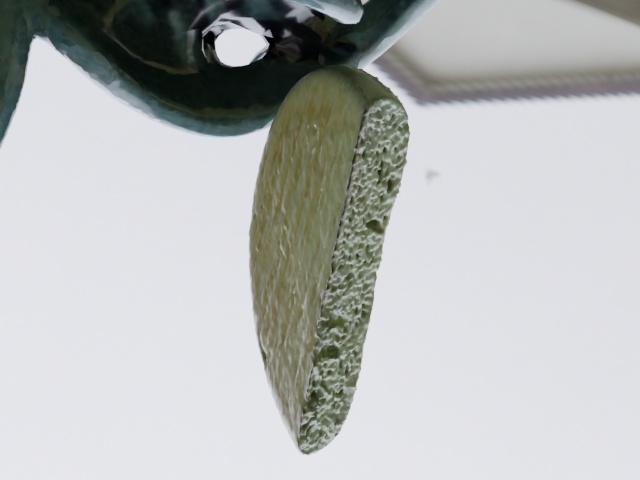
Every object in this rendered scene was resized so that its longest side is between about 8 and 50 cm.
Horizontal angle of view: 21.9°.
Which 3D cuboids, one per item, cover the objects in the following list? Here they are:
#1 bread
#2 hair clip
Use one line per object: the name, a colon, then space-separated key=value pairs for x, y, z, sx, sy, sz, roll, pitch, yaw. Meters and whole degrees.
bread: x=-0.001 y=-0.005 z=0.802 sx=0.036 sy=0.193 sz=0.112 roll=-1 pitch=-150 yaw=-24
hair clip: x=-0.115 y=-0.193 z=0.809 sx=0.238 sy=0.392 sz=0.318 roll=-6 pitch=-123 yaw=-51
